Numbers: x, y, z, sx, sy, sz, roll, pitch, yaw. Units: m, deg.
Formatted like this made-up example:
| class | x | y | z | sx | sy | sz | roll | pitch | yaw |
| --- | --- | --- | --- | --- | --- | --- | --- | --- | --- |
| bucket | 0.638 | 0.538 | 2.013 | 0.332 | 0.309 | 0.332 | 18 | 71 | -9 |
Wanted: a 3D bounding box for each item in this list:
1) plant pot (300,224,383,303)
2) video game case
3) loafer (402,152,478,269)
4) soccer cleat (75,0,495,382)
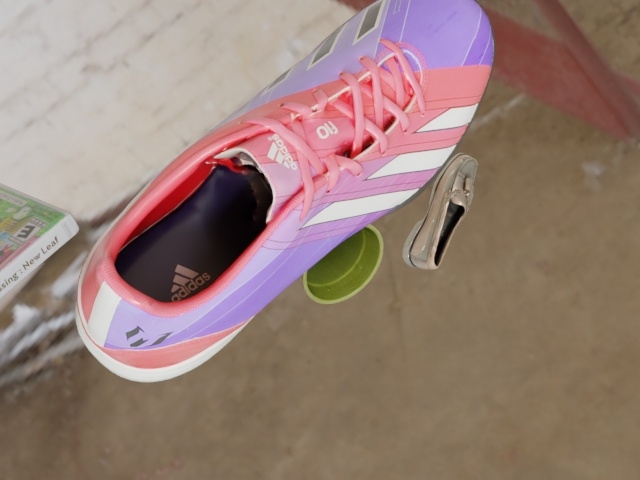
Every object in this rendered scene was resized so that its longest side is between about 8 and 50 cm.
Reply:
| class | x | y | z | sx | sy | sz | roll | pitch | yaw |
| --- | --- | --- | --- | --- | --- | --- | --- | --- | --- |
| plant pot | 0.000 | 0.000 | 1.257 | 0.083 | 0.083 | 0.079 | -44 | 48 | -1 |
| video game case | -0.314 | 0.019 | 1.074 | 0.212 | 0.023 | 0.193 | 20 | 55 | 43 |
| loafer | 0.126 | -0.026 | 1.380 | 0.039 | 0.045 | 0.125 | 18 | 76 | 46 |
| soccer cleat | -0.007 | -0.047 | 0.801 | 0.318 | 0.108 | 0.116 | -42 | -8 | -18 |
